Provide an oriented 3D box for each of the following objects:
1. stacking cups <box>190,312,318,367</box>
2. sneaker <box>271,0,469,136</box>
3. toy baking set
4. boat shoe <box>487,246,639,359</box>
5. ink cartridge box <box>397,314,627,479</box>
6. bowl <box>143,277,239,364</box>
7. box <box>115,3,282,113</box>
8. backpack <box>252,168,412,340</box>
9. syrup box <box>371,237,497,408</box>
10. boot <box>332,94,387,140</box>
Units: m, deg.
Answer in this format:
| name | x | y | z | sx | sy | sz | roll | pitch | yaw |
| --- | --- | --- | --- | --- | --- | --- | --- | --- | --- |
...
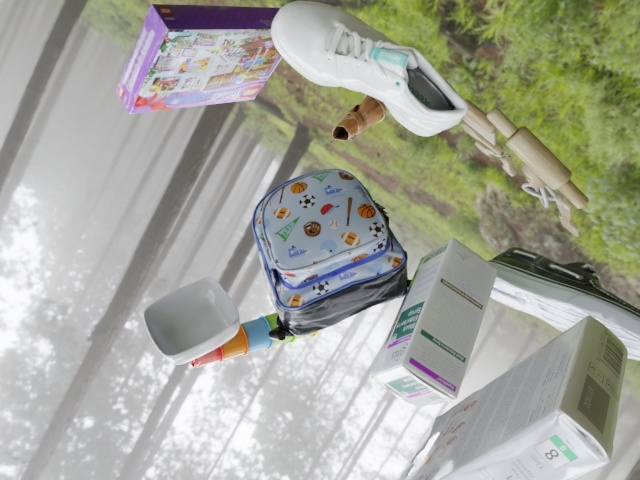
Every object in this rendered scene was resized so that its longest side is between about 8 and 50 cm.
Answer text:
| name | x | y | z | sx | sy | sz | roll | pitch | yaw |
| --- | --- | --- | --- | --- | --- | --- | --- | --- | --- |
| stacking cups | -0.163 | 0.227 | 1.305 | 0.316 | 0.096 | 0.096 | -12 | -151 | -26 |
| sneaker | 0.054 | -0.176 | 0.532 | 0.212 | 0.080 | 0.094 | 25 | -177 | -11 |
| toy baking set | 0.283 | -0.098 | 0.731 | 0.256 | 0.030 | 0.197 | 44 | -170 | 1 |
| boat shoe | 0.427 | 0.083 | 0.937 | 0.335 | 0.119 | 0.121 | 29 | 159 | 49 |
| ink cartridge box | 0.167 | 0.178 | 0.499 | 0.056 | 0.224 | 0.181 | 46 | -146 | 12 |
| bowl | -0.213 | 0.141 | 0.912 | 0.142 | 0.142 | 0.053 | 44 | 153 | 44 |
| box | -0.196 | -0.326 | 0.973 | 0.293 | 0.201 | 0.057 | -22 | -104 | -44 |
| backpack | 0.000 | 0.000 | 0.949 | 0.213 | 0.277 | 0.263 | 82 | 165 | -46 |
| syrup box | 0.174 | 0.122 | 0.816 | 0.096 | 0.236 | 0.093 | 35 | 147 | -6 |
| boot | 0.089 | -0.287 | 1.290 | 0.073 | 0.152 | 0.197 | 48 | 169 | -2 |
